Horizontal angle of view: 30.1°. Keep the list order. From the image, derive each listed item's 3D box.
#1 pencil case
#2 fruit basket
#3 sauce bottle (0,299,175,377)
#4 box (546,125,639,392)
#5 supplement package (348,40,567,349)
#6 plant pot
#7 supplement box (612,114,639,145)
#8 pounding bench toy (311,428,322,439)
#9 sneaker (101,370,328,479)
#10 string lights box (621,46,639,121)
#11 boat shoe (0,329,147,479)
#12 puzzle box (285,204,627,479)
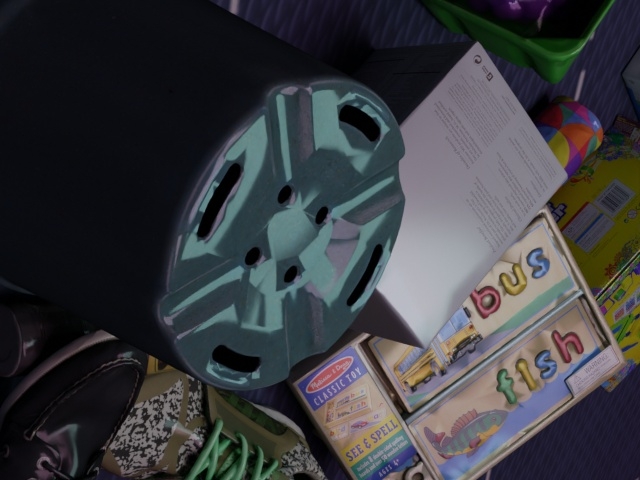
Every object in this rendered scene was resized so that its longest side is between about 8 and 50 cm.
[{"bbox_3d":[0.300,-0.097,1.664,0.236,0.104,0.104,-44,140,-20],"label":"pencil case"},{"bbox_3d":[0.246,-0.402,1.295,0.392,0.283,0.392,-48,158,-26],"label":"fruit basket"},{"bbox_3d":[-0.172,0.083,1.204,0.344,0.111,0.111,-7,117,-45],"label":"sauce bottle"},{"bbox_3d":[0.436,0.037,1.790,0.290,0.177,0.279,-47,143,2],"label":"box"},{"bbox_3d":[0.085,-0.055,1.303,0.263,0.198,0.199,-48,116,-18],"label":"supplement package"},{"bbox_3d":[-0.132,-0.062,0.976,0.341,0.334,0.341,-27,130,-38],"label":"plant pot"},{"bbox_3d":[0.482,-0.148,1.881,0.043,0.055,0.083,15,101,-54],"label":"supplement box"},{"bbox_3d":[0.044,0.245,1.583,0.052,0.083,0.065,9,106,-51],"label":"pounding bench toy"},{"bbox_3d":[-0.093,0.247,1.340,0.410,0.182,0.158,31,88,-53],"label":"sneaker"},{"bbox_3d":[0.581,-0.199,1.900,0.077,0.133,0.260,-55,143,-10],"label":"string lights box"},{"bbox_3d":[-0.261,0.230,1.104,0.340,0.113,0.127,-45,142,12],"label":"boat shoe"},{"bbox_3d":[0.184,0.165,1.553,0.409,0.052,0.272,-35,109,-11],"label":"puzzle box"}]
